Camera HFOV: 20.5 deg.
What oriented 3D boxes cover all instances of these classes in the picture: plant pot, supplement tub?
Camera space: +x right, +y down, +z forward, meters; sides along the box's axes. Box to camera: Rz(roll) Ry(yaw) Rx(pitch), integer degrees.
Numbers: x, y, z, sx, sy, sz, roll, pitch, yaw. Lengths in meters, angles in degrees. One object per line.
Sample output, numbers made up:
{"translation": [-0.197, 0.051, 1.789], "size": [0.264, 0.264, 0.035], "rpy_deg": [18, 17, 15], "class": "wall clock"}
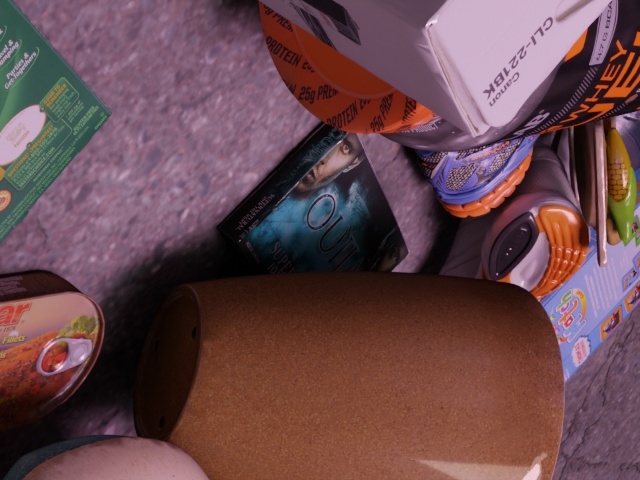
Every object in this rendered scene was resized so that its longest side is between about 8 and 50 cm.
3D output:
{"translation": [0.003, 0.118, 1.275], "size": [0.254, 0.237, 0.237], "rpy_deg": [14, 112, -24], "class": "plant pot"}
{"translation": [0.132, -0.173, 1.186], "size": [0.338, 0.207, 0.207], "rpy_deg": [-15, 132, -45], "class": "supplement tub"}

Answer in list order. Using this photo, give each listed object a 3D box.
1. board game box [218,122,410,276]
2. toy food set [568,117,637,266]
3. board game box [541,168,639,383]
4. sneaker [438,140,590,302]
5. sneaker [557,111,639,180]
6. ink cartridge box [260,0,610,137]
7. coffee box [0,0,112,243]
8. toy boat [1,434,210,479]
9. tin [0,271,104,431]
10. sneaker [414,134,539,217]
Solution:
{"translation": [0.000, 0.000, 1.351], "size": [0.126, 0.026, 0.186], "rpy_deg": [-46, 148, -12], "class": "board game box"}
{"translation": [0.232, -0.064, 1.448], "size": [0.192, 0.039, 0.132], "rpy_deg": [-89, 174, -70], "class": "toy food set"}
{"translation": [0.280, 0.029, 1.736], "size": [0.211, 0.039, 0.160], "rpy_deg": [-46, 148, -14], "class": "board game box"}
{"translation": [0.146, 0.022, 1.505], "size": [0.099, 0.121, 0.262], "rpy_deg": [18, 135, -17], "class": "sneaker"}
{"translation": [0.350, -0.157, 1.571], "size": [0.321, 0.127, 0.126], "rpy_deg": [-48, 150, -7], "class": "sneaker"}
{"translation": [0.039, -0.212, 0.960], "size": [0.197, 0.273, 0.114], "rpy_deg": [-49, 149, -8], "class": "ink cartridge box"}
{"translation": [-0.201, -0.082, 0.992], "size": [0.113, 0.040, 0.184], "rpy_deg": [-51, 149, -6], "class": "coffee box"}
{"translation": [-0.208, 0.247, 1.170], "size": [0.318, 0.148, 0.267], "rpy_deg": [-34, 143, -19], "class": "toy boat"}
{"translation": [-0.219, 0.074, 1.125], "size": [0.190, 0.040, 0.106], "rpy_deg": [-7, 130, -50], "class": "tin"}
{"translation": [0.153, -0.123, 1.389], "size": [0.087, 0.083, 0.221], "rpy_deg": [38, 83, -46], "class": "sneaker"}
